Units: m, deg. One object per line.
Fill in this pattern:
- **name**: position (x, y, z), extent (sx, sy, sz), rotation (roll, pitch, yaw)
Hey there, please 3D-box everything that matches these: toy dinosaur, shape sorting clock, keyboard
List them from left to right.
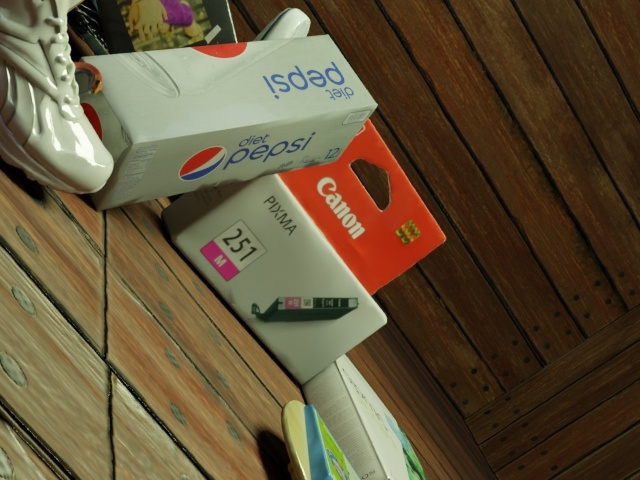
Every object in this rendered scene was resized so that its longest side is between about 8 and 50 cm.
- **toy dinosaur**: position (-0.212, -0.128, 0.861), extent (0.047, 0.082, 0.090), rotation (53, -19, 36)
- **keyboard**: position (-0.307, -0.297, 1.416), extent (0.192, 0.038, 0.100), rotation (52, 6, -38)
- **shape sorting clock**: position (0.018, 0.235, 0.978), extent (0.206, 0.040, 0.206), rotation (59, 3, -5)

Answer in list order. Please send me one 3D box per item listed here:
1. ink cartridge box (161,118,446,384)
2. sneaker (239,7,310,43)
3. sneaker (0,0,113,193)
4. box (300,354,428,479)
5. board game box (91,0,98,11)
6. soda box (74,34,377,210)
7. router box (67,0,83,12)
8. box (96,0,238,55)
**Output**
- **ink cartridge box**: position (0.000, 0.000, 1.217), extent (0.275, 0.239, 0.060), rotation (52, 2, -38)
- **sneaker**: position (-0.119, -0.204, 1.411), extent (0.091, 0.258, 0.094), rotation (45, 21, 6)
- **sneaker**: position (-0.203, -0.133, 0.768), extent (0.232, 0.115, 0.090), rotation (54, 5, -31)
- **box**: position (0.071, 0.259, 1.291), extent (0.232, 0.058, 0.322), rotation (53, 6, -29)
- **board game box**: position (-0.326, -0.396, 1.609), extent (0.390, 0.050, 0.390), rotation (58, -2, 24)
- **soda box**: position (-0.090, -0.114, 1.007), extent (0.286, 0.091, 0.098), rotation (-14, 63, -42)
- **router box**: position (-0.384, -0.413, 1.099), extent (0.301, 0.082, 0.335), rotation (59, 5, 32)
- **box**: position (-0.179, -0.272, 1.268), extent (0.165, 0.143, 0.270), rotation (-165, -119, -85)
